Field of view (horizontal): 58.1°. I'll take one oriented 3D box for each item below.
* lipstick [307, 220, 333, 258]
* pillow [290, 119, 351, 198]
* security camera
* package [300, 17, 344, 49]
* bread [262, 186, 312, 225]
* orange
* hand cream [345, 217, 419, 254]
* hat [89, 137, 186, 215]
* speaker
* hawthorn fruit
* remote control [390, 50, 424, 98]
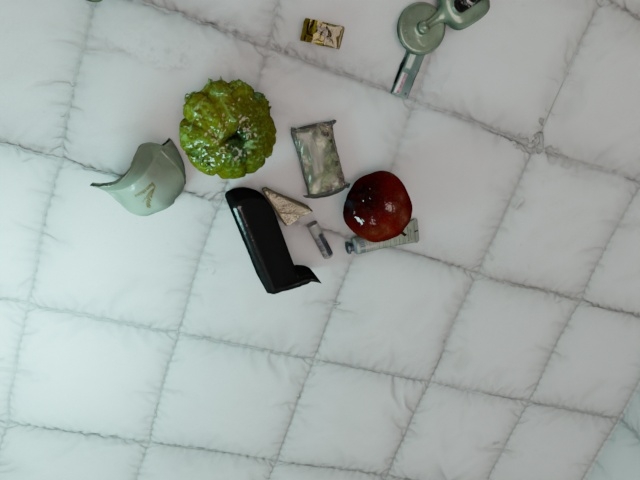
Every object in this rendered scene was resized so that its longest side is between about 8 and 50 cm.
[{"bbox_3d":[0.000,0.000,1.995,0.040,0.040,0.141,-28,113,-1],"label":"lipstick"},{"bbox_3d":[-0.002,-0.264,1.884,0.168,0.059,0.255,-15,112,-6],"label":"pillow"},{"bbox_3d":[0.377,-0.695,1.777,0.301,0.080,0.157,-33,106,0],"label":"security camera"},{"bbox_3d":[0.004,-0.628,1.750,0.131,0.047,0.071,7,111,-13],"label":"package"},{"bbox_3d":[-0.111,-0.133,1.899,0.105,0.077,0.152,-34,111,-3],"label":"bread"},{"bbox_3d":[-0.267,-0.328,1.715,0.299,0.223,0.302,12,107,-22],"label":"orange"},{"bbox_3d":[0.222,-0.005,2.037,0.275,0.059,0.096,-14,112,-12],"label":"hand cream"},{"bbox_3d":[-0.521,-0.168,1.708,0.257,0.301,0.168,-40,91,6],"label":"hat"},{"bbox_3d":[-0.156,-0.003,1.895,0.184,0.180,0.389,-24,115,-10],"label":"speaker"},{"bbox_3d":[0.208,-0.087,1.919,0.230,0.210,0.266,-39,119,7],"label":"hawthorn fruit"},{"bbox_3d":[0.282,-0.543,1.852,0.065,0.029,0.166,16,107,-18],"label":"remote control"}]
